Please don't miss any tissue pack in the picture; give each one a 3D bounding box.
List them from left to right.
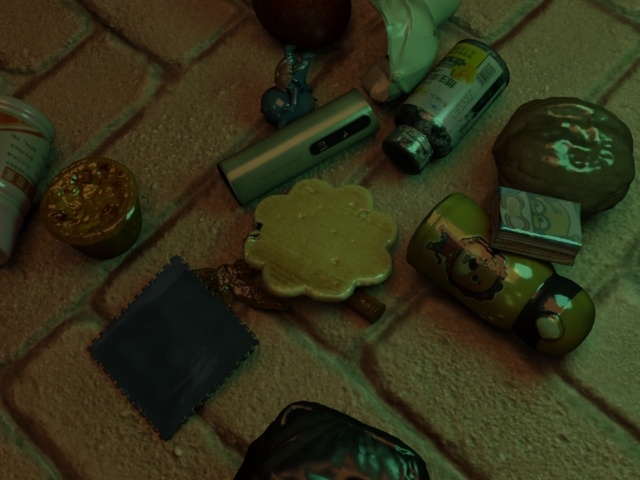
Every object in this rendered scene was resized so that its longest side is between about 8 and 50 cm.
[{"bbox_3d":[0.383,-0.027,1.689,0.155,0.065,0.115,12,46,-1],"label":"tissue pack"}]

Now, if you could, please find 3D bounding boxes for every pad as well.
[{"bbox_3d":[-0.287,0.201,1.821,0.269,0.012,0.269,-45,66,0],"label":"pad"}]

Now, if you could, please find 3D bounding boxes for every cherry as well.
[{"bbox_3d":[-0.042,-0.542,2.067,0.206,0.239,0.239,-30,63,-16],"label":"cherry"}]

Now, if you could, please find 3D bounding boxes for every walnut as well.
[{"bbox_3d":[0.461,-0.159,1.809,0.273,0.227,0.273,-1,65,1],"label":"walnut"}]

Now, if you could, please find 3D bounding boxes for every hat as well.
[{"bbox_3d":[0.205,-0.431,1.977,0.301,0.257,0.168,-38,59,-25],"label":"hat"}]

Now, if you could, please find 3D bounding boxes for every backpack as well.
[{"bbox_3d":[-0.015,0.510,1.533,0.363,0.254,0.445,23,55,17],"label":"backpack"}]

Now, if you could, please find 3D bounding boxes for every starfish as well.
[{"bbox_3d":[-0.190,0.108,1.869,0.248,0.050,0.138,-16,63,7],"label":"starfish"}]

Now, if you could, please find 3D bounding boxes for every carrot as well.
[{"bbox_3d":[0.058,0.109,1.834,0.139,0.048,0.048,32,72,23],"label":"carrot"}]

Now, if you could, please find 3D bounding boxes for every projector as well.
[{"bbox_3d":[-0.046,-0.193,1.964,0.338,0.108,0.108,-29,64,-7],"label":"projector"}]

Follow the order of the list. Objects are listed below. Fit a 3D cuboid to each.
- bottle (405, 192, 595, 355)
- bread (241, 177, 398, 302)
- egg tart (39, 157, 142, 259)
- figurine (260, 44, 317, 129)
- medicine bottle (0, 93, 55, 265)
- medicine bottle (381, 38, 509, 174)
[{"bbox_3d":[0.341,0.071,1.742,0.351,0.171,0.171,37,74,22],"label":"bottle"},{"bbox_3d":[0.000,0.000,1.860,0.316,0.054,0.316,1,50,-1],"label":"bread"},{"bbox_3d":[-0.448,-0.051,1.923,0.203,0.147,0.202,-4,62,7],"label":"egg tart"},{"bbox_3d":[-0.051,-0.321,2.013,0.114,0.178,0.144,35,34,30],"label":"figurine"},{"bbox_3d":[-0.691,-0.125,1.961,0.202,0.202,0.315,7,65,11],"label":"medicine bottle"},{"bbox_3d":[0.251,-0.268,1.941,0.141,0.141,0.293,34,73,21],"label":"medicine bottle"}]
